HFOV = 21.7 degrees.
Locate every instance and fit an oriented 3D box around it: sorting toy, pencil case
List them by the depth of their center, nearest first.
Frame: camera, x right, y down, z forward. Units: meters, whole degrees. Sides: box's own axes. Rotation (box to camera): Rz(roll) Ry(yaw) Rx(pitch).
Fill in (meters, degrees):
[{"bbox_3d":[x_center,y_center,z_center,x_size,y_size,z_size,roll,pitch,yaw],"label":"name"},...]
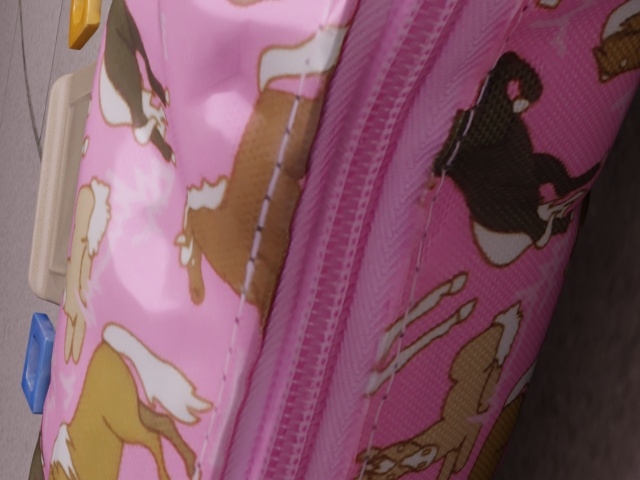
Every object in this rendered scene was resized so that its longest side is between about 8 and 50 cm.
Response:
[{"bbox_3d":[-0.007,0.027,0.452,0.167,0.160,0.386,37,122,38],"label":"pencil case"},{"bbox_3d":[-0.167,-0.041,1.234,0.196,0.047,0.347,-176,93,-69],"label":"sorting toy"}]
